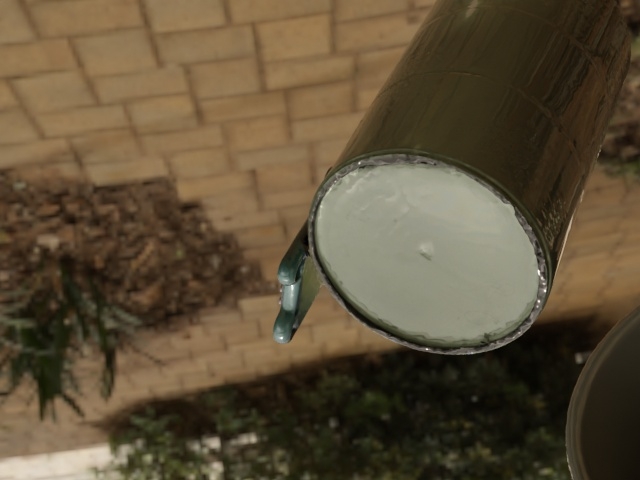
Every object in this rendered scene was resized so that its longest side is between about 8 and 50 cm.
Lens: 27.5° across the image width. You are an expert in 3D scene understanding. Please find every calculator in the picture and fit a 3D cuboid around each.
[{"bbox_3d":[0.000,0.000,0.832,0.019,0.141,0.094,17,131,12],"label":"calculator"}]

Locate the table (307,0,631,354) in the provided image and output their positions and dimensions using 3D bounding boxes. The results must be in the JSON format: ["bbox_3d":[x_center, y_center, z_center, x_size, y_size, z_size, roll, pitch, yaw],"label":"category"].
[{"bbox_3d":[0.088,-0.055,0.713,0.126,0.220,0.126,14,132,16],"label":"table"}]

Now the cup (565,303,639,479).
[{"bbox_3d":[0.332,0.182,0.813,0.301,0.227,0.257,28,161,49],"label":"cup"}]
